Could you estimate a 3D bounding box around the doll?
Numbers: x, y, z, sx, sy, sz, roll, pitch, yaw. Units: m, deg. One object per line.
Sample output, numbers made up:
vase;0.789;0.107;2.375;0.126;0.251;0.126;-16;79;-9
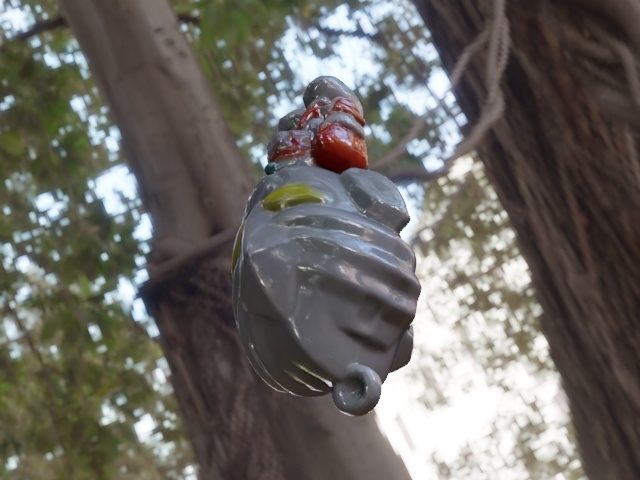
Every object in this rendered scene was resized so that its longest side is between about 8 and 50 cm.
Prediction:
doll;0.000;0.000;0.538;0.079;0.180;0.094;31;-60;-27
